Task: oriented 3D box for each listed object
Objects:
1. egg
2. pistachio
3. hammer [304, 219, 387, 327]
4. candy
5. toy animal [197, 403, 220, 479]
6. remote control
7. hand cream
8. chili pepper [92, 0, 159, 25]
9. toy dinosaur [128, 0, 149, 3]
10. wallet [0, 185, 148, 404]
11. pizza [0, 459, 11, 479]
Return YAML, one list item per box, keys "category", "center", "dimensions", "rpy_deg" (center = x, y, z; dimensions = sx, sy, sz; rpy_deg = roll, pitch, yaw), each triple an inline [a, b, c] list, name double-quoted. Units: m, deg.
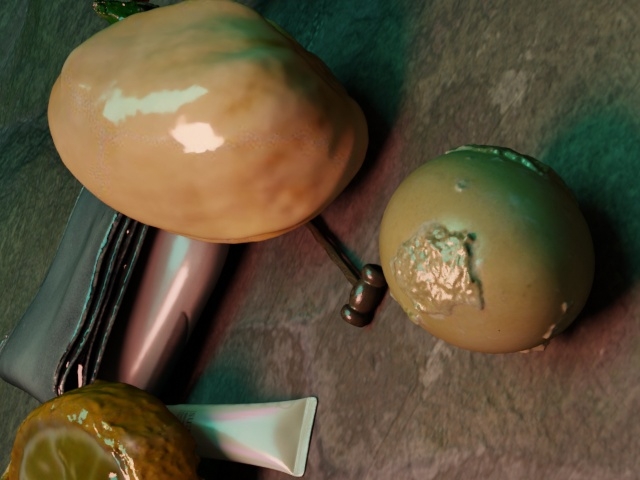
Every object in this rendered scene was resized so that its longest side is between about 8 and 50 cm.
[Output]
- category: "egg"
  center: [0.131, 0.007, 1.368]
  dimensions: [0.201, 0.164, 0.164]
  rpy_deg: [36, 105, 59]
- category: "pistachio"
  center: [-0.107, -0.119, 1.740]
  dimensions: [0.321, 0.229, 0.238]
  rpy_deg: [10, 83, 19]
- category: "hammer"
  center: [0.000, 0.000, 1.746]
  dimensions: [0.058, 0.029, 0.292]
  rpy_deg: [-61, 28, 12]
- category: "candy"
  center: [-0.205, 0.265, 1.733]
  dimensions: [0.260, 0.118, 0.260]
  rpy_deg: [13, 109, 42]
- category: "toy animal"
  center: [-0.144, 0.268, 1.810]
  dimensions: [0.075, 0.041, 0.217]
  rpy_deg: [29, 102, 53]
- category: "remote control"
  center: [-0.189, 0.056, 1.953]
  dimensions: [0.332, 0.103, 0.221]
  rpy_deg: [-62, 23, 15]
- category: "hand cream"
  center: [-0.091, 0.190, 1.724]
  dimensions: [0.204, 0.050, 0.078]
  rpy_deg: [-2, 68, 36]
- category: "chili pepper"
  center: [-0.158, -0.222, 1.946]
  dimensions: [0.088, 0.226, 0.059]
  rpy_deg: [9, 80, 57]
- category: "toy dinosaur"
  center: [-0.094, -0.301, 1.936]
  dimensions: [0.206, 0.327, 0.113]
  rpy_deg: [-65, -42, -75]
- category: "wallet"
  center: [-0.269, 0.044, 1.943]
  dimensions: [0.251, 0.054, 0.290]
  rpy_deg: [10, 79, 66]
- category: "pizza"
  center: [-0.393, 0.410, 2.115]
  dimensions: [0.223, 0.089, 0.324]
  rpy_deg: [18, 89, 65]
